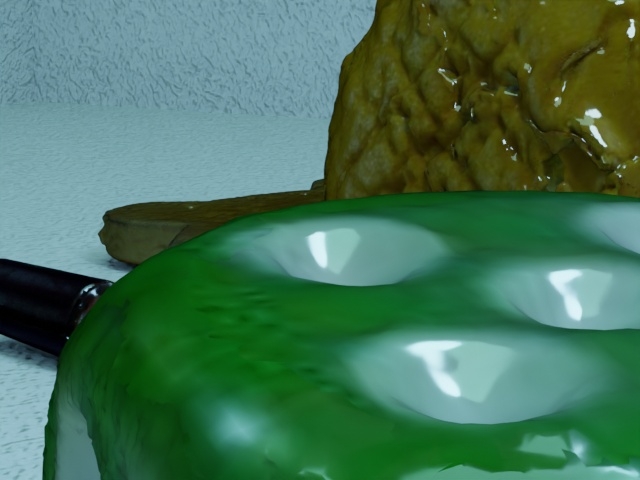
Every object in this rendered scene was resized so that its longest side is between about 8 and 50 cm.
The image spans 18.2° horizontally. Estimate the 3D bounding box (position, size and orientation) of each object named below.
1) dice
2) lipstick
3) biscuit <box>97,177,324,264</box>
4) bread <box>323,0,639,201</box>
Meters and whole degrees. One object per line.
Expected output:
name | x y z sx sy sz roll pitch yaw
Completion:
dice | 0.075 0.154 0.638 0.300 0.297 0.287 -2 14 -15
lipstick | -0.148 0.080 1.650 0.077 0.077 0.418 -9 16 -43
biscuit | 0.000 0.000 2.131 0.394 0.076 0.368 -9 13 -29
bread | 0.169 -0.079 1.762 0.215 0.398 0.398 9 1 -44
